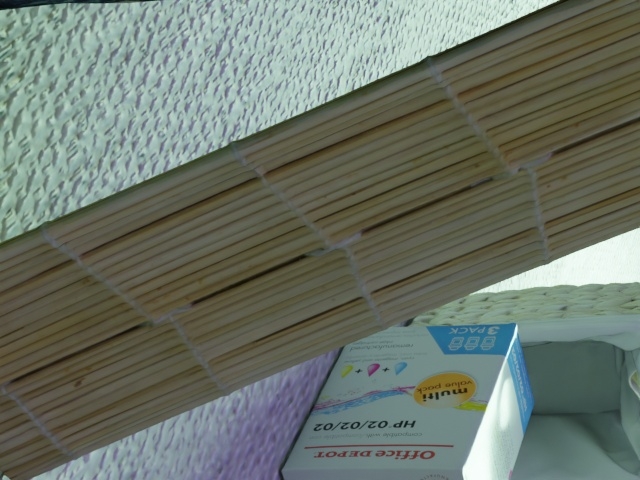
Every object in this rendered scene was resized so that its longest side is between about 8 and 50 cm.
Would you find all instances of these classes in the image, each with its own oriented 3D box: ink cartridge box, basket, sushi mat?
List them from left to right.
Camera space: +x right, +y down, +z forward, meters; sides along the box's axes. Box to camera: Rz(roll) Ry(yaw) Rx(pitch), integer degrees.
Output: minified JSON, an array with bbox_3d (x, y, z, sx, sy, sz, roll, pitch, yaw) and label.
[{"bbox_3d":[0.000,0.000,0.598,0.151,0.316,0.019,55,15,-56],"label":"sushi mat"},{"bbox_3d":[0.047,0.119,0.971,0.181,0.104,0.062,-61,142,-55],"label":"ink cartridge box"},{"bbox_3d":[0.142,0.095,1.143,0.103,0.167,0.113,-50,133,-67],"label":"basket"}]

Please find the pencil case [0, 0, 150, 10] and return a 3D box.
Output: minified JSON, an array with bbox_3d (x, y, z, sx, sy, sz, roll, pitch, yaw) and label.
[{"bbox_3d":[0.023,-0.143,0.555,0.410,0.183,0.160,-4,80,-25],"label":"pencil case"}]
